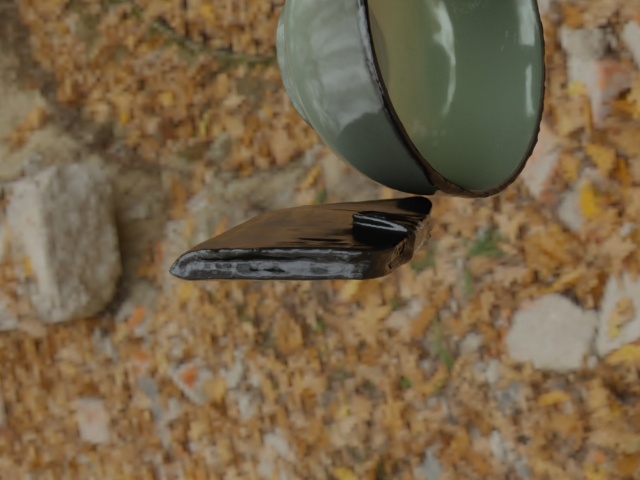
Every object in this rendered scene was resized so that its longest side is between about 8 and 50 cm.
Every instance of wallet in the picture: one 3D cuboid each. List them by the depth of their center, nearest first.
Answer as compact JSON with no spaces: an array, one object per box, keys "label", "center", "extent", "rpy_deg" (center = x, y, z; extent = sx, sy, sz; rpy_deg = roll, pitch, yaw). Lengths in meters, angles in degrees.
[{"label":"wallet","center":[0.000,0.000,1.323],"extent":[0.377,0.197,0.051],"rpy_deg":[-31,-61,-76]}]

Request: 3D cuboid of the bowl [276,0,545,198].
[{"label":"bowl","center":[0.077,-0.208,1.479],"extent":[0.185,0.354,0.354],"rpy_deg":[-9,89,38]}]
